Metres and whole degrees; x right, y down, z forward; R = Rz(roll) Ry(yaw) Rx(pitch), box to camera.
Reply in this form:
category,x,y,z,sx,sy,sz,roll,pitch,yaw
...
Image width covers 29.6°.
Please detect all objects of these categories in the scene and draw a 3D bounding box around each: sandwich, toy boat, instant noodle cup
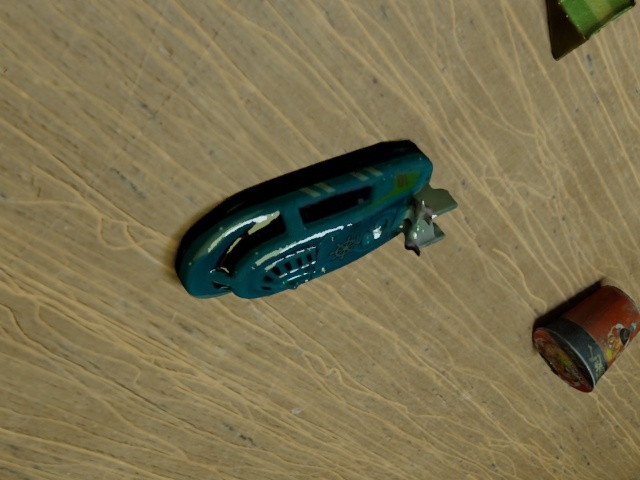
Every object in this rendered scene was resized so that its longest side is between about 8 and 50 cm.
category,x,y,z,sx,sy,sz,roll,pitch,yaw
sandwich,0.273,-0.250,1.293,0.074,0.074,0.116,-36,180,-7
toy boat,0.000,0.000,1.253,0.299,0.092,0.134,-22,148,-26
instant noodle cup,0.413,0.142,1.834,0.136,0.127,0.127,-39,149,-16
